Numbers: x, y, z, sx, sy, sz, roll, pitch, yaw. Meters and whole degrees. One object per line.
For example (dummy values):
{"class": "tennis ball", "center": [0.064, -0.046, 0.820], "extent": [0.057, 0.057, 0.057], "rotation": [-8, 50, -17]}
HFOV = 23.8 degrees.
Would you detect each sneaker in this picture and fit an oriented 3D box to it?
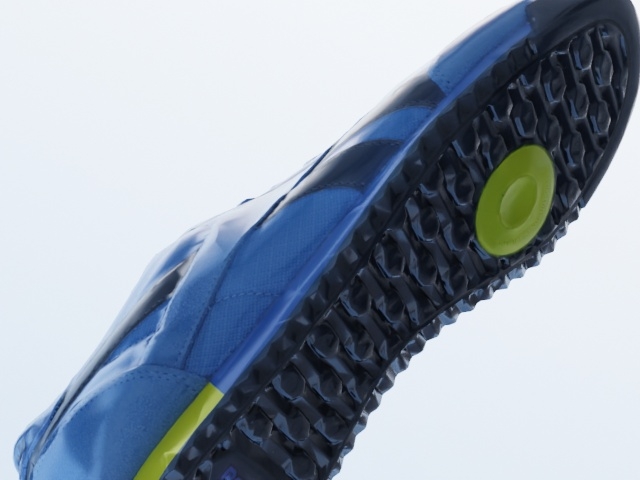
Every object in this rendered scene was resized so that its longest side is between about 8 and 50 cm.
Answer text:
{"class": "sneaker", "center": [0.000, 0.000, 0.406], "extent": [0.082, 0.209, 0.069], "rotation": [31, 163, 44]}
